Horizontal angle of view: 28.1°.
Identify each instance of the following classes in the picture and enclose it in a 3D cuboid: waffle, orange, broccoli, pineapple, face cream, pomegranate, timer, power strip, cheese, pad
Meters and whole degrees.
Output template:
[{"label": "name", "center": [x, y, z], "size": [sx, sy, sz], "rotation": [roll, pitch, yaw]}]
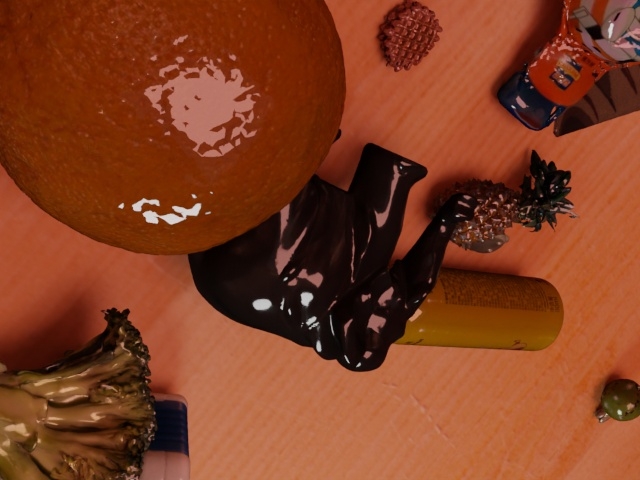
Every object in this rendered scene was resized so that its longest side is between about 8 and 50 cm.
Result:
[{"label": "waffle", "center": [0.103, -0.237, 1.488], "size": [0.083, 0.029, 0.075], "rotation": [-39, 131, -11]}, {"label": "orange", "center": [-0.154, -0.160, 1.145], "size": [0.322, 0.322, 0.357], "rotation": [-47, 124, -7]}, {"label": "broccoli", "center": [-0.346, 0.194, 1.276], "size": [0.361, 0.221, 0.252], "rotation": [2, 106, -27]}, {"label": "pineapple", "center": [0.230, -0.050, 1.651], "size": [0.221, 0.103, 0.083], "rotation": [-12, 144, -29]}, {"label": "face cream", "center": [0.167, 0.087, 1.665], "size": [0.349, 0.105, 0.105], "rotation": [7, 109, -40]}, {"label": "pomegranate", "center": [0.476, 0.256, 2.031], "size": [0.073, 0.073, 0.084], "rotation": [-24, 164, -26]}, {"label": "timer", "center": [-0.197, 0.317, 1.465], "size": [0.078, 0.178, 0.253], "rotation": [5, 112, -9]}, {"label": "power strip", "center": [0.212, 0.003, 1.692], "size": [0.083, 0.035, 0.055], "rotation": [13, 144, -33]}, {"label": "cheese", "center": [0.362, -0.271, 1.596], "size": [0.329, 0.129, 0.217], "rotation": [-44, 130, 16]}, {"label": "pad", "center": [0.402, -0.309, 1.696], "size": [0.220, 0.004, 0.330], "rotation": [-19, 124, -29]}]

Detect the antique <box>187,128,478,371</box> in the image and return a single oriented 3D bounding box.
[{"label": "antique", "center": [0.000, 0.000, 1.430], "size": [0.322, 0.185, 0.255], "rotation": [19, 94, -29]}]
